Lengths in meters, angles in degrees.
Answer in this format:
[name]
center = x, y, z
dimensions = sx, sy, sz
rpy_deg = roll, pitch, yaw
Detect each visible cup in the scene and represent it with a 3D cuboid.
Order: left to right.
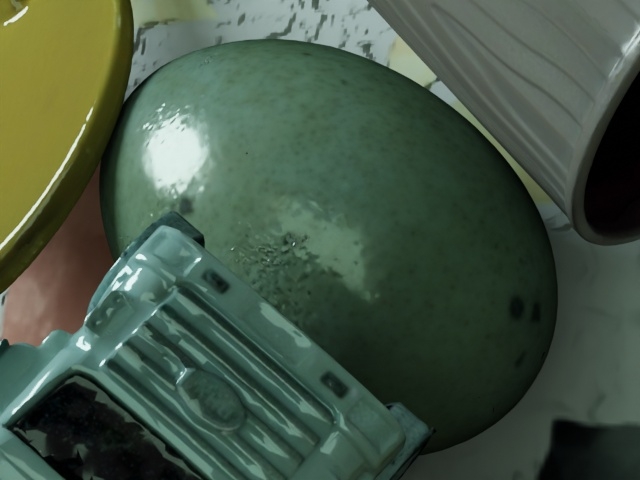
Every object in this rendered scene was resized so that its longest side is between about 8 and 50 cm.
[cup]
center = 0.104, -0.172, 0.764
dimensions = 0.208, 0.288, 0.273
rpy_deg = -38, 65, -5

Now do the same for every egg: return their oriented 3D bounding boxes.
[egg]
center = 0.000, 0.000, 0.823
dimensions = 0.236, 0.169, 0.169
rpy_deg = 41, 95, 28

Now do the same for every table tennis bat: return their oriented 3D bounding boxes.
[table tennis bat]
center = -0.158, -0.097, 0.908
dimensions = 0.198, 0.050, 0.321
rpy_deg = -22, 47, 38

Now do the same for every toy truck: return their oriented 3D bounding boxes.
[toy truck]
center = -0.075, 0.125, 0.731
dimensions = 0.136, 0.305, 0.162
rpy_deg = 40, 66, 8
